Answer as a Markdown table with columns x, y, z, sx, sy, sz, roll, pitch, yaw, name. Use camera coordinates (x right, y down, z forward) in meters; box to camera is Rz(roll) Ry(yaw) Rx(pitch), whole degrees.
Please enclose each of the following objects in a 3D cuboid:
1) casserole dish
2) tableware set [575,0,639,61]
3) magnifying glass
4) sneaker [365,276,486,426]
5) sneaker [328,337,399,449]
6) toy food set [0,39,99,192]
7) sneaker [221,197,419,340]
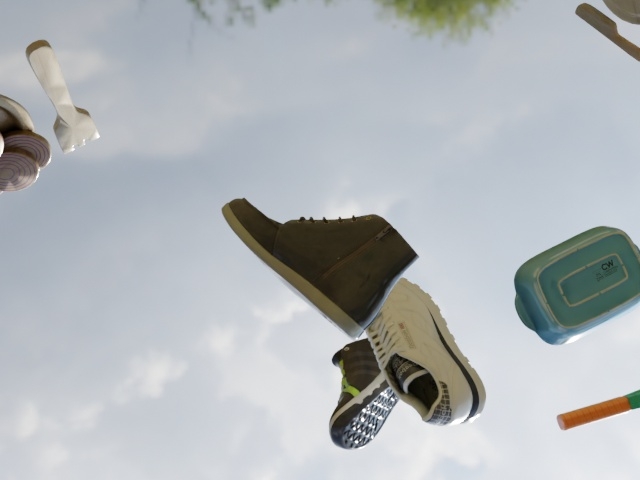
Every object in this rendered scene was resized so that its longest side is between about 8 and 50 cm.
| x | y | z | sx | sy | sz | roll | pitch | yaw | name |
| --- | --- | --- | --- | --- | --- | --- | --- | --- | --- |
| 0.321 | 0.051 | 1.741 | 0.188 | 0.114 | 0.037 | -24 | 176 | -20 | casserole dish |
| 0.233 | -0.256 | 1.212 | 0.039 | 0.128 | 0.194 | -23 | -126 | -35 | tableware set |
| 0.414 | 0.201 | 1.854 | 0.231 | 0.026 | 0.092 | -17 | 179 | -9 | magnifying glass |
| 0.101 | 0.125 | 1.737 | 0.095 | 0.090 | 0.235 | -3 | -137 | -45 | sneaker |
| 0.051 | 0.186 | 1.875 | 0.097 | 0.084 | 0.235 | 20 | -146 | 20 | sneaker |
| -0.231 | -0.041 | 0.898 | 0.192 | 0.132 | 0.038 | -29 | -118 | -8 | toy food set |
| 0.000 | 0.000 | 1.526 | 0.118 | 0.083 | 0.222 | -47 | -119 | -5 | sneaker |
